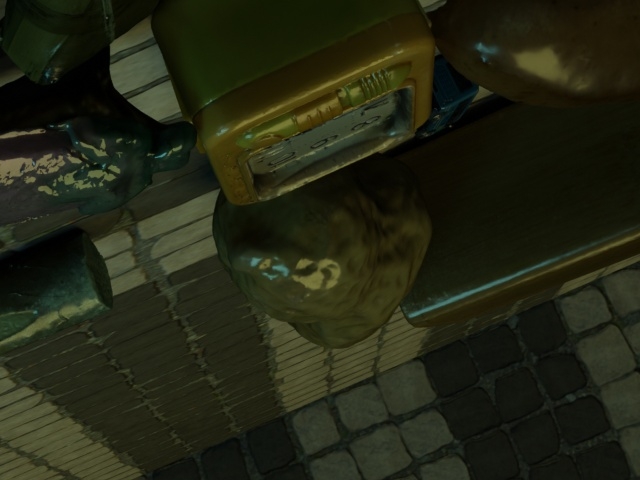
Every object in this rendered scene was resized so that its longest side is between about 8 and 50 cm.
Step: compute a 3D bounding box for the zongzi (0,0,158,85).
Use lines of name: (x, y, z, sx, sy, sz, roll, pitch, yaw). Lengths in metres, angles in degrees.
zongzi: (-0.090, -0.131, 0.909, 0.113, 0.052, 0.104, -33, 170, -31)

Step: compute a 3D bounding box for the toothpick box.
toothpick box: (0.209, -0.046, 1.673, 0.308, 0.190, 0.187, -24, 173, 22)

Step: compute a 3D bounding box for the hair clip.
hair clip: (-0.241, -0.031, 0.989, 0.358, 0.096, 0.110, -14, -167, -28)

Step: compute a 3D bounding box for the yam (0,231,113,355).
yam: (-0.238, 0.052, 1.465, 0.169, 0.068, 0.068, -24, 170, -4)

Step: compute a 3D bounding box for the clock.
clock: (-0.012, -0.096, 1.127, 0.143, 0.096, 0.202, -27, 171, -2)

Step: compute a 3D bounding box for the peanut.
peanut: (0.006, -0.007, 1.526, 0.159, 0.143, 0.291, -57, 164, -3)

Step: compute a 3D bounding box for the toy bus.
toy bus: (0.087, -0.106, 1.457, 0.046, 0.038, 0.083, -25, 171, -12)

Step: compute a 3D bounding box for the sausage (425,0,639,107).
sausage: (0.268, -0.165, 1.338, 0.136, 0.123, 0.500, 7, -165, 43)
